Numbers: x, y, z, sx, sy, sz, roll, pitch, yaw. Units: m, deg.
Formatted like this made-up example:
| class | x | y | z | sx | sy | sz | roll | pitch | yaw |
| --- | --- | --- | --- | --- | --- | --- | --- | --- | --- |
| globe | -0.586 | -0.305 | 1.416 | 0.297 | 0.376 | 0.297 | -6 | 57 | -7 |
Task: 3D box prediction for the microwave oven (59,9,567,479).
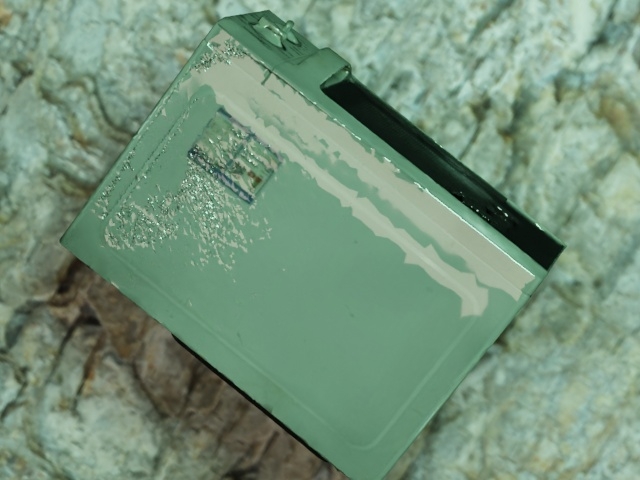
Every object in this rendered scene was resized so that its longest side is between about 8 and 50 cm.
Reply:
| class | x | y | z | sx | sy | sz | roll | pitch | yaw |
| --- | --- | --- | --- | --- | --- | --- | --- | --- | --- |
| microwave oven | 0.000 | 0.000 | 1.480 | 0.295 | 0.181 | 0.237 | 38 | 106 | 4 |
